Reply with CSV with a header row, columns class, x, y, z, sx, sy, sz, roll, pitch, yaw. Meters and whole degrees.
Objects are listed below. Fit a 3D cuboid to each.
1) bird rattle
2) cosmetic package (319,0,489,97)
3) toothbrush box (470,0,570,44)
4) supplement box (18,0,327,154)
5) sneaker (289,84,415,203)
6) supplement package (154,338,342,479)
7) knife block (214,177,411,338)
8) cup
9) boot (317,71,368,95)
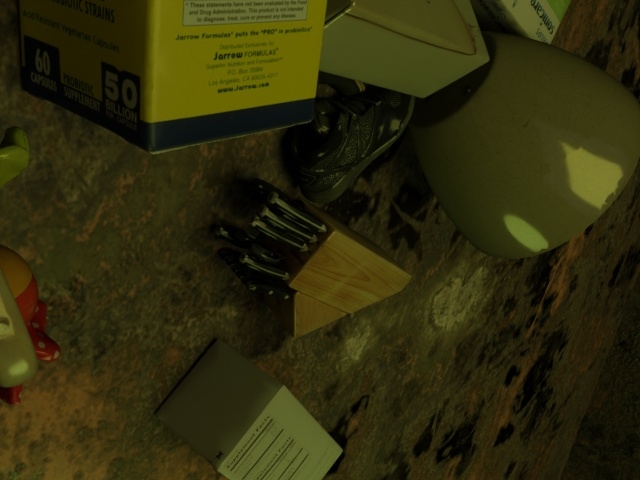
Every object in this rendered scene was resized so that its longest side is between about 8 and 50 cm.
class,x,y,z,sx,sy,sz,roll,pitch,yaw
bird rattle,-0.289,0.043,0.628,0.143,0.207,0.253,-14,114,-26
cosmetic package,0.059,-0.272,0.867,0.310,0.113,0.160,-4,73,-53
toothbrush box,0.315,-0.455,1.139,0.206,0.122,0.283,19,95,-55
supplement box,-0.119,-0.280,0.630,0.195,0.194,0.356,-20,126,-45
sneaker,0.042,-0.166,1.002,0.227,0.087,0.130,-47,149,-14
supplement package,-0.091,0.270,1.063,0.134,0.139,0.244,-51,144,-16
knife block,0.000,0.000,1.009,0.276,0.088,0.242,-21,136,-26
cup,0.266,-0.171,1.134,0.237,0.331,0.331,34,83,-29
boot,-0.041,-0.185,0.908,0.198,0.077,0.137,26,95,-42
